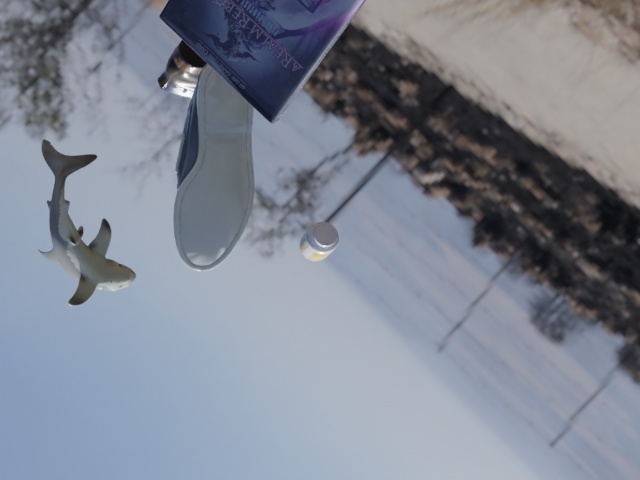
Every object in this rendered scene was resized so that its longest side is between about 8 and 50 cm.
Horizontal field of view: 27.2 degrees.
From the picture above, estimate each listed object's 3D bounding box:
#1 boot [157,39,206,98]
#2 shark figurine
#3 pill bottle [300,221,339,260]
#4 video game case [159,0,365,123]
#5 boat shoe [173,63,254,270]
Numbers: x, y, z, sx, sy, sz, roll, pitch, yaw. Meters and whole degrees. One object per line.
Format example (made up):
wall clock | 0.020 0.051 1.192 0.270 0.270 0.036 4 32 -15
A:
boot | -0.157 -0.280 2.130 0.219 0.106 0.082 -2 -112 -37
shark figurine | -0.412 -0.009 2.118 0.116 0.166 0.278 3 125 35
pill bottle | 0.000 0.000 1.744 0.043 0.043 0.083 45 165 0
video game case | -0.053 -0.295 1.526 0.196 0.274 0.026 44 -145 7
boat shoe | -0.159 -0.115 1.979 0.116 0.319 0.099 5 -170 -14
